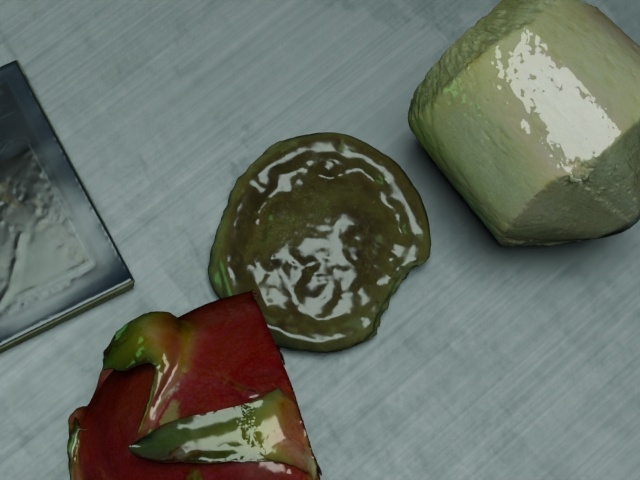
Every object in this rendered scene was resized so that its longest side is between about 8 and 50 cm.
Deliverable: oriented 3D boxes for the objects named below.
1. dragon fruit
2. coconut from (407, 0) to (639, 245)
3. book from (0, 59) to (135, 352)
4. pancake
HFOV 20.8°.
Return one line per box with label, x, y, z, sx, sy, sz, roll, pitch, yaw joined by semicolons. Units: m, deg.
dragon fruit;-0.119;0.206;1.565;0.225;0.305;0.305;-16;75;-3
coconut;0.232;-0.108;1.728;0.239;0.239;0.244;-40;79;-16
book;-0.330;-0.029;1.745;0.191;0.025;0.269;-26;77;-13
pancake;0.000;0.000;1.762;0.236;0.042;0.222;-35;81;-14
